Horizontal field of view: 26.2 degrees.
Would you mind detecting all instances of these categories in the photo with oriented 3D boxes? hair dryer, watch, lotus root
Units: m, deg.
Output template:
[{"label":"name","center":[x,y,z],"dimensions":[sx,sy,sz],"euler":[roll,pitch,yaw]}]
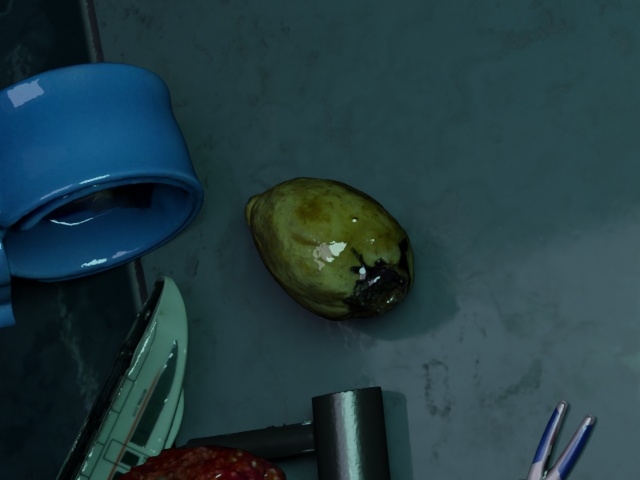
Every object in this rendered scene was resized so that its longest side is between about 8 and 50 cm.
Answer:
[{"label":"hair dryer","center":[-0.050,0.215,1.345],"dimensions":[0.248,0.070,0.114],"euler":[-13,74,24]},{"label":"watch","center":[-0.266,-0.040,1.415],"dimensions":[0.274,0.305,0.241],"euler":[-18,73,-13]},{"label":"lotus root","center":[0.000,0.000,1.331],"dimensions":[0.214,0.138,0.138],"euler":[31,92,36]}]

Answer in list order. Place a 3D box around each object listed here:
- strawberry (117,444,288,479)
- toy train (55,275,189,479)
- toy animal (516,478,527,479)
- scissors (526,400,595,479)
[{"label":"strawberry","center":[-0.121,0.296,1.246],"dimensions":[0.274,0.274,0.221],"euler":[-9,68,21]},{"label":"toy train","center":[-0.209,0.233,1.373],"dimensions":[0.088,0.086,0.407],"euler":[29,76,-18]},{"label":"toy animal","center":[0.085,0.368,1.156],"dimensions":[0.358,0.226,0.188],"euler":[-42,71,-12]},{"label":"scissors","center":[0.212,0.204,1.263],"dimensions":[0.039,0.012,0.113],"euler":[27,90,25]}]
